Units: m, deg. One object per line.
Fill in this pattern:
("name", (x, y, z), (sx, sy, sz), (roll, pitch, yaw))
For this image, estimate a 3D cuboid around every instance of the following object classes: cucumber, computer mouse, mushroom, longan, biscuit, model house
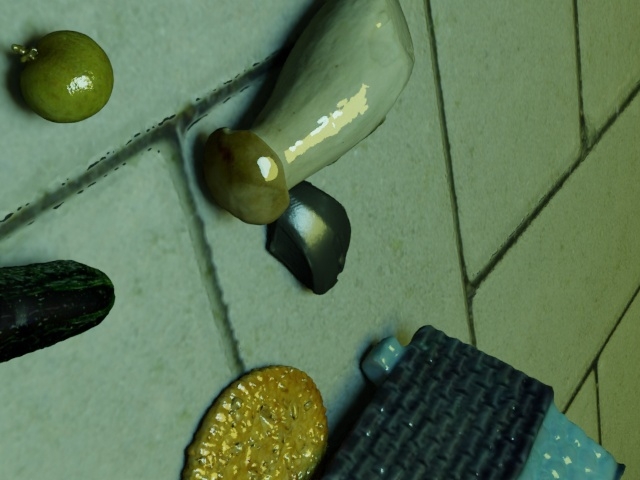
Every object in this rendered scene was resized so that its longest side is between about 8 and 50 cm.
("cucumber", (-0.242, 0.056, 0.682), (0.241, 0.074, 0.075), (-10, 107, -53))
("computer mouse", (0.000, 0.000, 1.060), (0.099, 0.057, 0.172), (-63, 145, -26))
("mushroom", (0.006, -0.158, 0.979), (0.350, 0.128, 0.128), (-51, 136, -29))
("longan", (-0.203, -0.130, 0.728), (0.083, 0.075, 0.075), (37, 68, -35))
("biscuit", (-0.065, 0.262, 1.053), (0.254, 0.035, 0.254), (-18, 112, -52))
("model house", (0.128, 0.324, 1.185), (0.339, 0.297, 0.360), (47, 52, -8))

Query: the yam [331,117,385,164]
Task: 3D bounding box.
("yam", (0.036, -0.120, 1.108), (0.129, 0.027, 0.033), (-46, 132, -38))
